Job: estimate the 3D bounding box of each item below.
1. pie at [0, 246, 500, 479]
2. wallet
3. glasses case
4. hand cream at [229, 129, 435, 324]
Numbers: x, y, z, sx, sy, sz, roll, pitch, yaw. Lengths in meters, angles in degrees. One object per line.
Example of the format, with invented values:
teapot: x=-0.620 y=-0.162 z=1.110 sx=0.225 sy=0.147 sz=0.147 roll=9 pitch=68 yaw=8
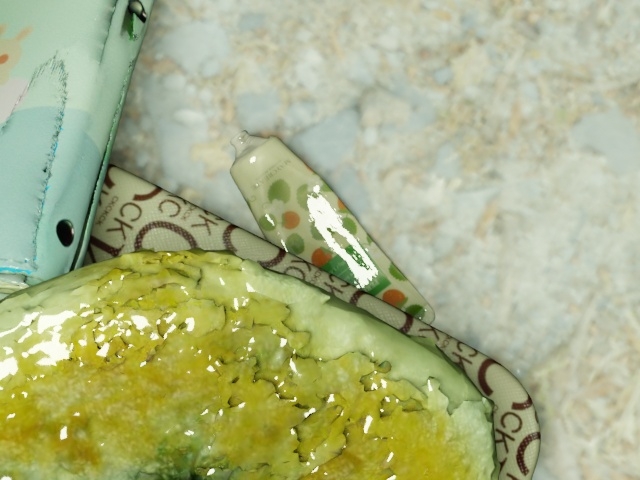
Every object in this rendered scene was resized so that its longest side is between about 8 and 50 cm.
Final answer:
pie: x=-0.086 y=0.152 z=0.742 sx=0.371 sy=0.078 sz=0.296 roll=-32 pitch=108 yaw=-4
wallet: x=-0.190 y=-0.057 z=0.839 sx=0.176 sy=0.075 sz=0.250 roll=-9 pitch=51 yaw=25
glasses case: x=-0.044 y=0.071 z=0.868 sx=0.355 sy=0.085 sz=0.137 roll=26 pitch=82 yaw=7
hand cream: x=0.000 y=0.000 z=0.918 sx=0.057 sy=0.037 sz=0.165 roll=-38 pitch=87 yaw=-8
